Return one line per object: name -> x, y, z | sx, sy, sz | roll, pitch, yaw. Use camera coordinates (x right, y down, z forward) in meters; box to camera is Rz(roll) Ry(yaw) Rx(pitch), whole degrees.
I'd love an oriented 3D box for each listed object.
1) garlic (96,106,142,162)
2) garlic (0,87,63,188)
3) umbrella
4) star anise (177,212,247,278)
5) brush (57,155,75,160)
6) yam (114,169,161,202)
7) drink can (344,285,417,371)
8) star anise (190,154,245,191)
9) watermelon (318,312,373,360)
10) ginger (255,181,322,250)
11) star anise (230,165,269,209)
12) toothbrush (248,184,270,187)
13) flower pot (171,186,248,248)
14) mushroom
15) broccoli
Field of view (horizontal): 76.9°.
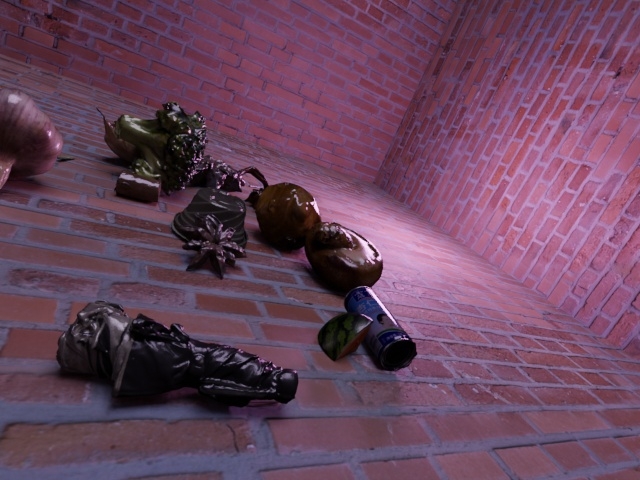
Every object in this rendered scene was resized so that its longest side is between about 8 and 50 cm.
garlic -> -0.712, -0.385, 1.529 | 0.152, 0.195, 0.339 | 13, 14, 22
garlic -> -0.772, -0.213, 0.963 | 0.245, 0.245, 0.252 | 12, 52, -33
umbrella -> -0.201, 0.188, 0.617 | 0.358, 0.112, 0.106 | 20, -4, -13
star anise -> -0.272, 0.014, 1.045 | 0.195, 0.065, 0.182 | 21, 47, -35
brush -> -0.834, -0.270, 1.320 | 0.016, 0.013, 0.083 | 26, 9, -8
yam -> -0.565, -0.168, 1.256 | 0.127, 0.084, 0.084 | 13, 20, -24
drink can -> 0.143, 0.214, 1.015 | 0.097, 0.097, 0.235 | 15, 18, -25
star anise -> -0.461, -0.286, 1.678 | 0.332, 0.117, 0.331 | 20, 23, -9
watermelon -> 0.057, 0.222, 0.944 | 0.094, 0.125, 0.135 | 48, -14, -25
ginger -> -0.105, -0.097, 1.411 | 0.201, 0.222, 0.269 | 17, 20, 21
star anise -> -0.223, -0.188, 1.645 | 0.347, 0.148, 0.237 | 27, 8, -39
toothbrush -> -0.298, -0.269, 2.008 | 0.011, 0.014, 0.167 | 42, 23, 23
flower pot -> -0.309, -0.071, 1.201 | 0.236, 0.140, 0.235 | 24, 17, -8
mushroom -> 0.067, 0.049, 1.295 | 0.279, 0.163, 0.297 | 28, 19, -33
broccoli -> -0.550, -0.348, 1.392 | 0.281, 0.293, 0.347 | 15, 24, -39
